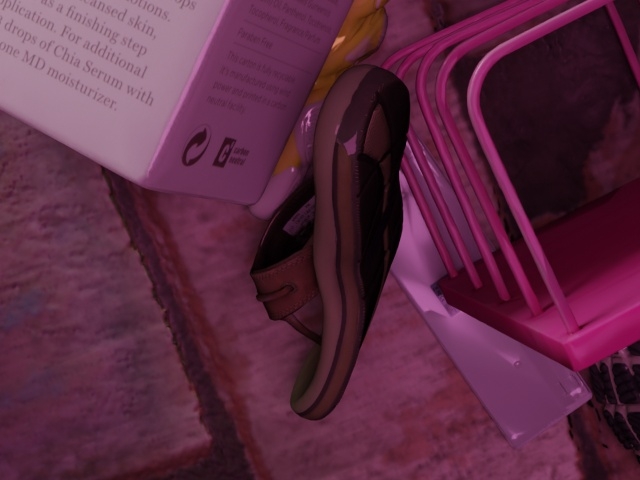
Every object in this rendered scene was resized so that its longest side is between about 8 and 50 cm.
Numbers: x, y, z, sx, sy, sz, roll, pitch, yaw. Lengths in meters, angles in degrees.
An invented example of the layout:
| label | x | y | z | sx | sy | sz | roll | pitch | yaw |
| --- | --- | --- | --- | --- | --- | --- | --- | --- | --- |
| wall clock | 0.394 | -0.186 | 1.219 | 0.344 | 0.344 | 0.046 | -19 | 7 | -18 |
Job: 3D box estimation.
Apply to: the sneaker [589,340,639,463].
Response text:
| label | x | y | z | sx | sy | sz | roll | pitch | yaw |
| --- | --- | --- | --- | --- | --- | --- | --- | --- | --- |
| sneaker | 0.295 | 0.141 | 1.124 | 0.110 | 0.107 | 0.275 | -46 | 107 | -16 |

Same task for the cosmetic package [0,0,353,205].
| label | x | y | z | sx | sy | sz | roll | pitch | yaw |
| --- | --- | --- | --- | --- | --- | --- | --- | --- | --- |
| cosmetic package | -0.063 | -0.273 | 0.925 | 0.230 | 0.161 | 0.453 | 29 | 98 | 20 |

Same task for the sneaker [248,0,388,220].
| label | x | y | z | sx | sy | sz | roll | pitch | yaw |
| --- | --- | --- | --- | --- | --- | --- | --- | --- | --- |
| sneaker | -0.024 | -0.139 | 1.045 | 0.126 | 0.091 | 0.240 | 27 | 98 | 10 |

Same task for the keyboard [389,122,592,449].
| label | x | y | z | sx | sy | sz | roll | pitch | yaw |
| --- | --- | --- | --- | --- | --- | --- | --- | --- | --- |
| keyboard | 0.101 | 0.033 | 1.116 | 0.072 | 0.014 | 0.256 | -34 | 101 | 6 |

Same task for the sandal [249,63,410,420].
| label | x | y | z | sx | sy | sz | roll | pitch | yaw |
| --- | --- | --- | --- | --- | --- | --- | --- | --- | --- |
| sandal | 0.000 | -0.002 | 1.000 | 0.086 | 0.120 | 0.303 | 15 | 139 | 10 |

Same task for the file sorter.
| label | x | y | z | sx | sy | sz | roll | pitch | yaw |
| --- | --- | --- | --- | --- | --- | --- | --- | --- | --- |
| file sorter | 0.164 | -0.066 | 0.956 | 0.202 | 0.290 | 0.182 | -26 | 98 | -6 |
